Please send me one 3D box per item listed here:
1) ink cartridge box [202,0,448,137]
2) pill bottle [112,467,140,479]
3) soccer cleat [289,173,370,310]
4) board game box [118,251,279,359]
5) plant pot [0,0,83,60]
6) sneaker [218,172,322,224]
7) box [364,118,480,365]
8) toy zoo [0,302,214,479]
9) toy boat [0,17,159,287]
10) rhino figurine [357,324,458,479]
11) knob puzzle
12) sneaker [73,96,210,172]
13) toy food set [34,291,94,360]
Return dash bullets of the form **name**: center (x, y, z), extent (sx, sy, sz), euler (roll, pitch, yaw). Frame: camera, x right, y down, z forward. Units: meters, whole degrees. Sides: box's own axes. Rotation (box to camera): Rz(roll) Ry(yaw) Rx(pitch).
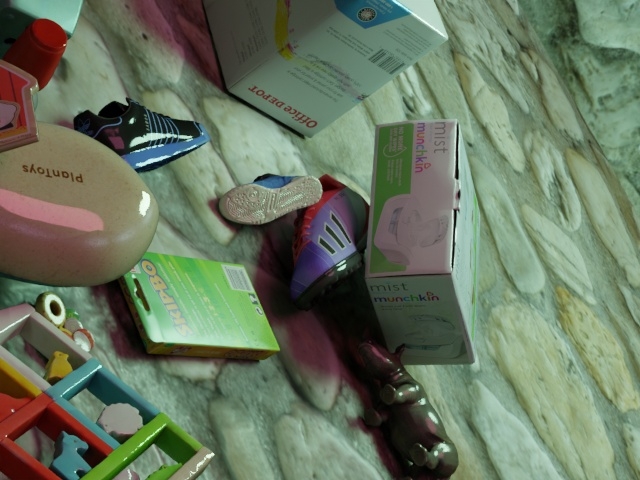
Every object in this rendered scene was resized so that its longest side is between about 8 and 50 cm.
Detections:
- **ink cartridge box**: center (0.002, -0.324, 2.466), extent (0.198, 0.270, 0.197), euler (27, 37, -47)
- **pill bottle**: center (-0.192, 0.299, 1.603), extent (0.087, 0.087, 0.160), euler (30, 36, -44)
- **soccer cleat**: center (0.000, 0.000, 2.287), extent (0.116, 0.108, 0.318), euler (49, 22, -5)
- **board game box**: center (-0.151, 0.077, 2.000), extent (0.259, 0.039, 0.124), euler (13, 48, -59)
- **plant pot**: center (-0.370, -0.324, 1.946), extent (0.165, 0.165, 0.234), euler (23, 49, -50)
- **sneaker**: center (-0.081, -0.055, 2.265), extent (0.152, 0.084, 0.058), euler (-17, 98, -31)
- **box**: center (0.148, 0.005, 2.343), extent (0.231, 0.126, 0.262), euler (69, 22, -53)
- **toy zoo**: center (-0.260, 0.160, 1.612), extent (0.293, 0.030, 0.192), euler (37, 28, 8)
- **toy boat**: center (-0.306, -0.079, 1.785), extent (0.267, 0.148, 0.318), euler (14, 48, -30)
- **rhino figurine**: center (0.107, 0.220, 2.250), extent (0.106, 0.073, 0.243), euler (6, 54, -54)
- **knob puzzle**: center (-0.377, -0.138, 1.686), extent (0.213, 0.213, 0.030), euler (-90, 170, -50)
- **sneaker**: center (-0.216, -0.133, 2.074), extent (0.090, 0.081, 0.232), euler (65, 26, 0)
- **toy food set**: center (-0.270, 0.099, 1.777), extent (0.082, 0.020, 0.083), euler (40, 29, -31)
